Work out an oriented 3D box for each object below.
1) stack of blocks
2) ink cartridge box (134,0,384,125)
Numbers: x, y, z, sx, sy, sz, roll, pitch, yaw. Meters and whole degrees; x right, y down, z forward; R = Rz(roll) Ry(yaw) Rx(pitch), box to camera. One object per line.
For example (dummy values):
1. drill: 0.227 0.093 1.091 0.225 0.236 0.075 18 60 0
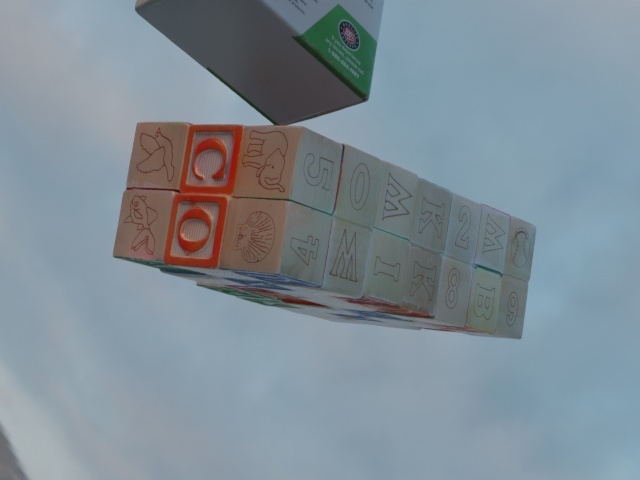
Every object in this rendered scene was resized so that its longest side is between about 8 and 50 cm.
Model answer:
1. stack of blocks: 0.000 0.000 0.842 0.171 0.087 0.297 4 -9 36
2. ink cartridge box: -0.028 -0.209 0.858 0.087 0.208 0.153 -14 -37 37
